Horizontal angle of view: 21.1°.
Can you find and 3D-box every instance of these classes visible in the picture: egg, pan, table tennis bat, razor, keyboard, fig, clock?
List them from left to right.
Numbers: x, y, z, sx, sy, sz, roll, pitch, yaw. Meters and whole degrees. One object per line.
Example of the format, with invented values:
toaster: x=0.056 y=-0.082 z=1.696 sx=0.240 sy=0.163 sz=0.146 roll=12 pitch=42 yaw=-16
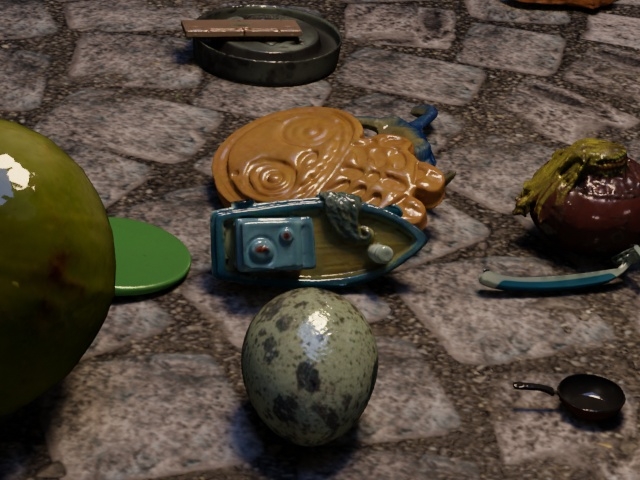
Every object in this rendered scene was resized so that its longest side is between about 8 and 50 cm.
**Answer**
fig: x=-0.326 y=0.028 z=1.636 sx=0.316 sy=0.316 sz=0.316 roll=4 pitch=29 yaw=-2
table tennis bat: x=-0.262 y=0.026 z=1.881 sx=0.257 sy=0.039 sz=0.160 roll=-11 pitch=33 yaw=-37
keyboard: x=-0.111 y=-0.296 z=2.419 sx=0.166 sy=0.017 sz=0.055 roll=-2 pitch=25 yaw=-13
clock: x=-0.077 y=-0.279 z=2.455 sx=0.215 sy=0.042 sz=0.215 roll=4 pitch=28 yaw=-2
egg: x=-0.010 y=0.122 z=1.645 sx=0.132 sy=0.132 sz=0.172 roll=2 pitch=41 yaw=-5
razor: x=0.271 y=0.040 z=1.940 sx=0.191 sy=0.037 sz=0.068 roll=-8 pitch=-11 yaw=-16
pan: x=0.249 y=0.158 z=1.731 sx=0.115 sy=0.023 sz=0.068 roll=6 pitch=29 yaw=-4

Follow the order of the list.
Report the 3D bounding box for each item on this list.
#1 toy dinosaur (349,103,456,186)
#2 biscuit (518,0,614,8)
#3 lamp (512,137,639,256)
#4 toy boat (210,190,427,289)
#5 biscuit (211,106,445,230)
toy dinosaur: x=0.137 y=-0.119 z=2.174 sx=0.188 sy=0.075 sz=0.248 roll=-12 pitch=27 yaw=-34
biscuit: x=0.406 y=-0.417 z=2.786 sx=0.280 sy=0.043 sz=0.183 roll=-10 pitch=35 yaw=-34
lamp: x=0.323 y=-0.056 z=2.018 sx=0.156 sy=0.135 sz=0.157 roll=22 pitch=31 yaw=27
toy boat: x=0.000 y=0.000 z=1.883 sx=0.238 sy=0.109 sz=0.098 roll=-2 pitch=0 yaw=-14
biscuit: x=0.006 y=-0.078 z=2.040 sx=0.289 sy=0.044 sz=0.202 roll=19 pitch=52 yaw=30
